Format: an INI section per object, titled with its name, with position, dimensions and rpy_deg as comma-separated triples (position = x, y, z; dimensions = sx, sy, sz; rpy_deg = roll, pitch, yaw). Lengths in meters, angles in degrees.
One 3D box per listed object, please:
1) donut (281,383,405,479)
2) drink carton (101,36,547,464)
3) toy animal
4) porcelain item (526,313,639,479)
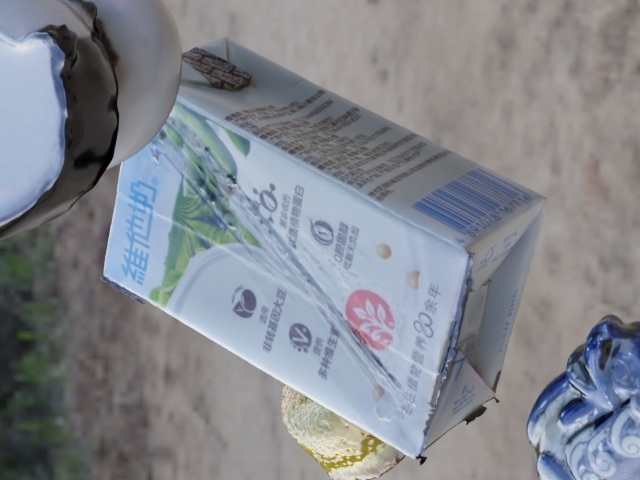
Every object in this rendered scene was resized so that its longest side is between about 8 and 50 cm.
[donut]
position = 0.035, 0.117, 1.752
dimensions = 0.174, 0.074, 0.190
rpy_deg = -9, 52, 57
[drink carton]
position = 0.001, 0.000, 1.531
dimensions = 0.324, 0.132, 0.194
rpy_deg = 28, 123, 25
[toy animal]
position = -0.190, -0.108, 1.259
dimensions = 0.235, 0.187, 0.165
rpy_deg = -51, -25, -60
[porcelain item]
position = 0.292, 0.171, 1.439
dimensions = 0.138, 0.288, 0.186
rpy_deg = -47, -17, -43
